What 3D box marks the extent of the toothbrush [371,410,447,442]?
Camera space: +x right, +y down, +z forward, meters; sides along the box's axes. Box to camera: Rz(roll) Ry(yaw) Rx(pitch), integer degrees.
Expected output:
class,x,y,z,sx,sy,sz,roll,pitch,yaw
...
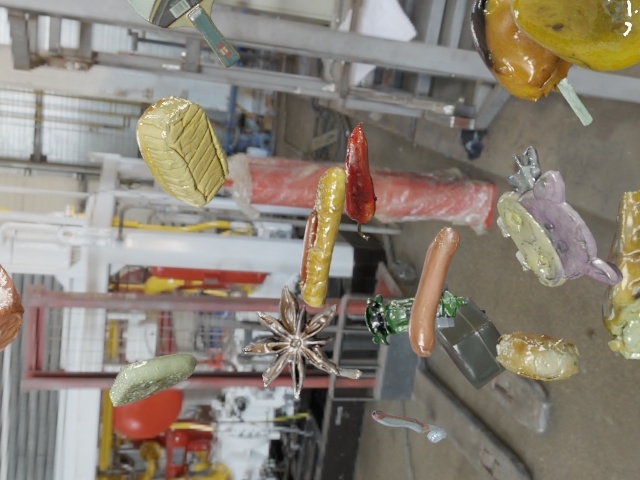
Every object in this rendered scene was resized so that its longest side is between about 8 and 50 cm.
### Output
class,x,y,z,sx,sy,sz,roll,pitch,yaw
toothbrush,0.091,0.185,0.706,0.019,0.193,0.013,-39,57,10

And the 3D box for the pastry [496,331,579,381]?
class,x,y,z,sx,sy,sz,roll,pitch,yaw
pastry,0.403,0.213,1.316,0.153,0.153,0.081,177,94,-74

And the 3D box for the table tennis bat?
class,x,y,z,sx,sy,sz,roll,pitch,yaw
table tennis bat,-0.252,-0.447,1.307,0.301,0.173,0.022,53,-177,-29

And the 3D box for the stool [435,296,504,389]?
class,x,y,z,sx,sy,sz,roll,pitch,yaw
stool,0.412,0.277,1.915,0.232,0.141,0.232,55,178,2

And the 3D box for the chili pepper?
class,x,y,z,sx,sy,sz,roll,pitch,yaw
chili pepper,0.068,-0.095,1.269,0.059,0.050,0.268,28,145,27

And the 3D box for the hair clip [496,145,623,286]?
class,x,y,z,sx,sy,sz,roll,pitch,yaw
hair clip,0.275,-0.022,0.873,0.187,0.056,0.146,68,157,-1

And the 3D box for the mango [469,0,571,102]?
class,x,y,z,sx,sy,sz,roll,pitch,yaw
mango,0.463,-0.457,1.640,0.152,0.201,0.287,22,-132,-79

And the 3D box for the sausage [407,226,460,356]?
class,x,y,z,sx,sy,sz,roll,pitch,yaw
sausage,0.157,0.070,0.992,0.043,0.043,0.186,153,135,-72

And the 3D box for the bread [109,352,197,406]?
class,x,y,z,sx,sy,sz,roll,pitch,yaw
bread,-0.219,0.187,0.954,0.193,0.112,0.036,-44,63,60

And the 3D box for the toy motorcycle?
class,x,y,z,sx,sy,sz,roll,pitch,yaw
toy motorcycle,0.212,0.170,1.655,0.275,0.187,0.124,-30,66,57

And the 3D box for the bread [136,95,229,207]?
class,x,y,z,sx,sy,sz,roll,pitch,yaw
bread,-0.268,-0.173,1.373,0.140,0.106,0.236,-57,-30,-27

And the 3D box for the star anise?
class,x,y,z,sx,sy,sz,roll,pitch,yaw
star anise,-0.036,0.209,1.397,0.231,0.209,0.089,54,-179,-3

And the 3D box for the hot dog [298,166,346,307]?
class,x,y,z,sx,sy,sz,roll,pitch,yaw
hot dog,0.000,0.000,1.002,0.066,0.047,0.215,-103,20,-61

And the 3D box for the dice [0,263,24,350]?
class,x,y,z,sx,sy,sz,roll,pitch,yaw
dice,-0.711,0.136,1.402,0.179,0.174,0.175,51,137,13

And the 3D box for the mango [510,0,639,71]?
class,x,y,z,sx,sy,sz,roll,pitch,yaw
mango,0.326,-0.280,0.872,0.195,0.098,0.137,14,118,30

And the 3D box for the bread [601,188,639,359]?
class,x,y,z,sx,sy,sz,roll,pitch,yaw
bread,0.540,0.048,1.082,0.252,0.196,0.238,-65,-23,-47

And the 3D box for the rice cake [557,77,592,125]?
class,x,y,z,sx,sy,sz,roll,pitch,yaw
rice cake,0.564,-0.307,1.572,0.022,0.121,0.021,-51,20,-28
